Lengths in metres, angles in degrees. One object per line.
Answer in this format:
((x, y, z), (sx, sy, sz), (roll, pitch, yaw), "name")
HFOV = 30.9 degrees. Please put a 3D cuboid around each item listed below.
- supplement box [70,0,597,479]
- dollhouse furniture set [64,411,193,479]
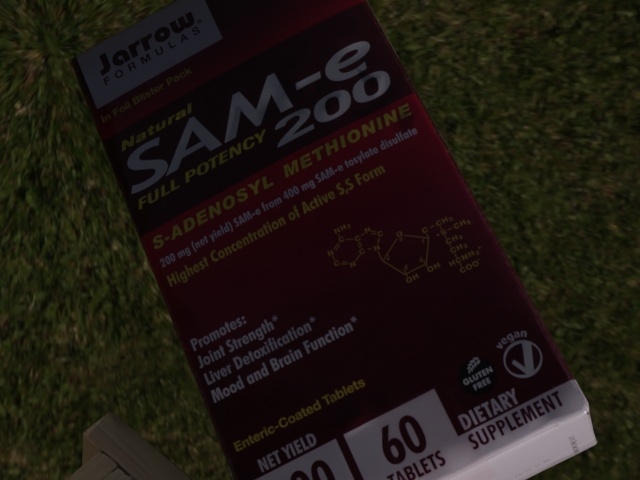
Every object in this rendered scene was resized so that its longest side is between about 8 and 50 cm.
((0.000, 0.000, 0.479), (0.130, 0.073, 0.239), (-28, 65, 5), "supplement box")
((-0.059, 0.262, 0.357), (0.286, 0.303, 0.198), (36, 51, 19), "dollhouse furniture set")
